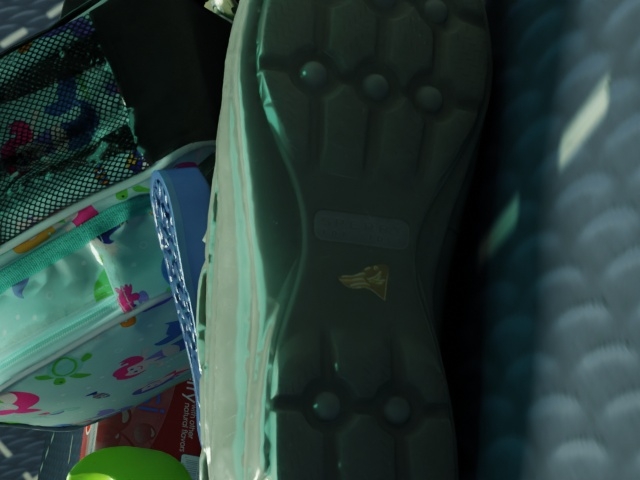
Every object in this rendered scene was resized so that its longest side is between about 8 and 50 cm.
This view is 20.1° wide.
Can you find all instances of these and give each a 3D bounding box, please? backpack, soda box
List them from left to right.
[{"bbox_3d":[-0.135,-0.006,0.937,0.225,0.253,0.191,22,-130,-70],"label":"backpack"},{"bbox_3d":[-0.121,0.076,1.337,0.092,0.083,0.263,123,156,-62],"label":"soda box"}]

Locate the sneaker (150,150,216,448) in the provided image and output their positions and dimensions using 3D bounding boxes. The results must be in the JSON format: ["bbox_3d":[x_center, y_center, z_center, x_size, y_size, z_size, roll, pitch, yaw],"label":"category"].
[{"bbox_3d":[-0.011,0.063,0.811,0.081,0.090,0.232,-125,23,-59],"label":"sneaker"}]

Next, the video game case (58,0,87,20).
[{"bbox_3d":[-0.143,-0.142,1.236,0.275,0.035,0.248,100,180,-63],"label":"video game case"}]

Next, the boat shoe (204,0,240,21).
[{"bbox_3d":[-0.037,-0.152,1.026,0.103,0.113,0.302,-107,25,-58],"label":"boat shoe"}]

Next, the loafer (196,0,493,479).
[{"bbox_3d":[0.000,0.000,0.701,0.111,0.112,0.319,144,135,-63],"label":"loafer"}]

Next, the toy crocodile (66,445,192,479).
[{"bbox_3d":[-0.108,0.274,1.028,0.115,0.105,0.340,115,161,-55],"label":"toy crocodile"}]
